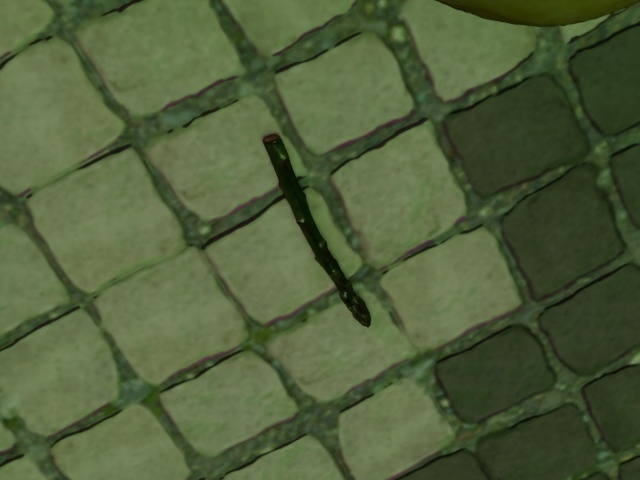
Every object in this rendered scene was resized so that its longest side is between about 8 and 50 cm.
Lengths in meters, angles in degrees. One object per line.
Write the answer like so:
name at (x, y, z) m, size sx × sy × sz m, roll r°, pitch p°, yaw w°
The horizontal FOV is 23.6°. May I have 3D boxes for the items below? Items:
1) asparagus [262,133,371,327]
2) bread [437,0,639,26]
asparagus at (0.000, 0.000, 0.967) m, size 0.016 × 0.016 × 0.163 m, roll -36°, pitch 123°, yaw -13°
bread at (0.109, -0.238, 0.776) m, size 0.270 × 0.148 × 0.269 m, roll -6°, pitch 125°, yaw -9°
